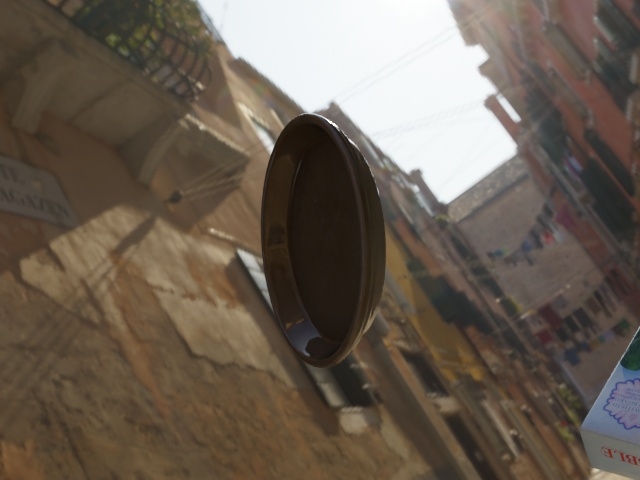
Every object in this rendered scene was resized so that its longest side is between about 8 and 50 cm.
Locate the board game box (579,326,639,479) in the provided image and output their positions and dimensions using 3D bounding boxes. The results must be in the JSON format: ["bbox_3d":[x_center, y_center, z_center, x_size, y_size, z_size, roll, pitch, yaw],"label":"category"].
[{"bbox_3d":[0.471,0.130,0.841,0.318,0.066,0.318,8,44,44],"label":"board game box"}]

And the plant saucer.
[{"bbox_3d":[0.000,0.000,0.946,0.041,0.278,0.278,-4,-29,-24],"label":"plant saucer"}]
